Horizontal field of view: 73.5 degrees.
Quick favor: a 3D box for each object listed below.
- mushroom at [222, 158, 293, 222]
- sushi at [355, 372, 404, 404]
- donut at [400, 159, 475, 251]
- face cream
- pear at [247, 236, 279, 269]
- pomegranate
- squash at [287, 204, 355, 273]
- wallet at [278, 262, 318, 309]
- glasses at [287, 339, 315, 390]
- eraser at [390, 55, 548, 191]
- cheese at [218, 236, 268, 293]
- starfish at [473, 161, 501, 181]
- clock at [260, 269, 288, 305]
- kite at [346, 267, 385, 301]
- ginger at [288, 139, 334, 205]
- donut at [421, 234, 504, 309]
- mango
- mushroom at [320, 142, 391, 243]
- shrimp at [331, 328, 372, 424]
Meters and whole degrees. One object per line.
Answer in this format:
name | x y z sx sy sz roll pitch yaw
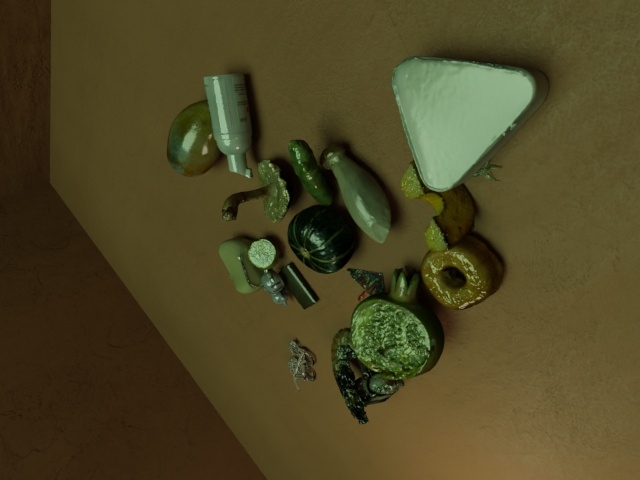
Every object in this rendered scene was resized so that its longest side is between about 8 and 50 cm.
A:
mushroom | -0.224 -0.188 1.531 0.208 0.301 0.233 -49 61 19
sushi | 0.223 0.562 1.689 0.273 0.134 0.109 112 147 -53
donut | 0.333 -0.095 1.166 0.259 0.152 0.101 70 155 17
face cream | -0.323 -0.407 1.562 0.145 0.145 0.370 11 115 39
pear | -0.232 0.052 1.806 0.141 0.104 0.141 2 98 12
pomegranate | 0.269 0.268 1.412 0.309 0.216 0.359 15 93 37
squash | 0.000 0.000 1.505 0.252 0.165 0.252 34 149 24
wallet | -0.095 0.196 1.819 0.198 0.031 0.110 53 138 4
glasses | -0.113 0.595 2.032 0.162 0.095 0.255 29 129 38
eraser | 0.315 -0.325 1.027 0.331 0.150 0.331 16 118 33
cheese | -0.349 0.113 1.938 0.233 0.127 0.266 -5 108 48
starfish | 0.427 -0.181 1.121 0.092 0.016 0.086 48 139 6
clock | -0.188 0.208 1.837 0.117 0.080 0.176 45 161 30
kite | 0.184 0.177 1.564 0.232 0.009 0.189 46 137 12
ginger | -0.031 -0.215 1.384 0.089 0.290 0.137 -9 70 18
donut | 0.401 0.092 1.236 0.226 0.114 0.227 24 128 34
mango | -0.490 -0.406 1.712 0.384 0.199 0.221 -39 81 35
mushroom | 0.119 -0.151 1.343 0.350 0.128 0.128 56 138 10
shrimp | 0.130 0.521 1.684 0.233 0.071 0.365 -55 43 41
